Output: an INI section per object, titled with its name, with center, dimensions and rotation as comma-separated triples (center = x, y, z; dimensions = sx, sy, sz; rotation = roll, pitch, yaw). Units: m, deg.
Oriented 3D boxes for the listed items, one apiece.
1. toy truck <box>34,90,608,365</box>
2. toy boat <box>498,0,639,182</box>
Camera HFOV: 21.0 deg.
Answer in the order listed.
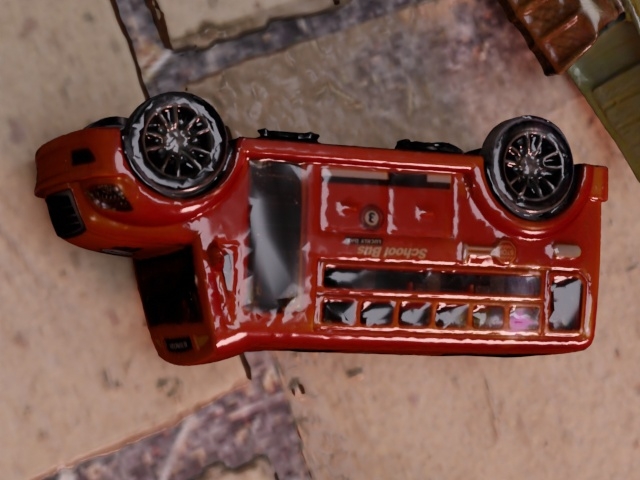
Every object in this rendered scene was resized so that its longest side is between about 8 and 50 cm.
[toy truck]
center = 0.000, 0.000, 0.784
dimensions = 0.252, 0.107, 0.114
rotation = 2, 86, -23
[toy boat]
center = 0.131, -0.109, 0.870
dimensions = 0.066, 0.065, 0.172
rotation = -38, 97, -34
